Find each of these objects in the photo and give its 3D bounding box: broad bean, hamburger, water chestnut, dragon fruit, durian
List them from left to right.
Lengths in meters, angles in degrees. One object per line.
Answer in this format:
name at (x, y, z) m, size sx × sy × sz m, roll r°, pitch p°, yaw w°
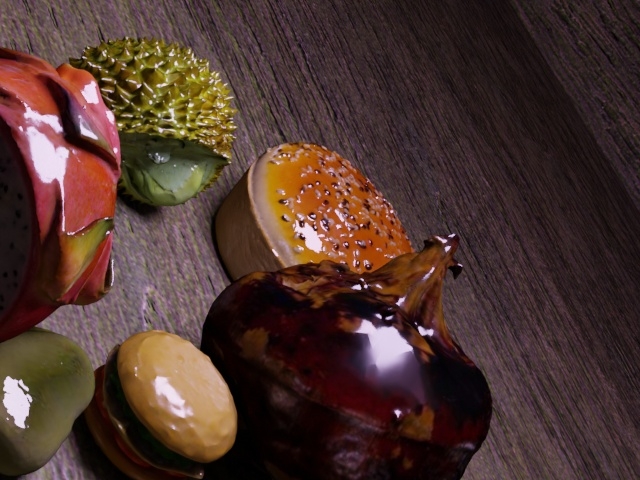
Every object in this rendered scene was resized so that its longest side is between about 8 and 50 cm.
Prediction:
dragon fruit at (-0.304, -0.048, 1.377) m, size 0.290 × 0.290 × 0.189 m, roll 54°, pitch 28°, yaw 7°
broad bean at (-0.275, 0.140, 1.400) m, size 0.124 × 0.082 × 0.174 m, roll 51°, pitch 21°, yaw -5°
durian at (-0.211, -0.150, 1.803) m, size 0.237 × 0.200 × 0.176 m, roll 29°, pitch 35°, yaw -59°
hamburger at (-0.162, 0.172, 1.520) m, size 0.162 × 0.115 × 0.162 m, roll 38°, pitch 26°, yaw -22°
hamburger at (0.000, 0.000, 2.008) m, size 0.300 × 0.176 × 0.300 m, roll 40°, pitch 27°, yaw -25°
water chestnut at (0.041, 0.133, 1.643) m, size 0.335 × 0.347 × 0.335 m, roll 26°, pitch 15°, yaw -8°
